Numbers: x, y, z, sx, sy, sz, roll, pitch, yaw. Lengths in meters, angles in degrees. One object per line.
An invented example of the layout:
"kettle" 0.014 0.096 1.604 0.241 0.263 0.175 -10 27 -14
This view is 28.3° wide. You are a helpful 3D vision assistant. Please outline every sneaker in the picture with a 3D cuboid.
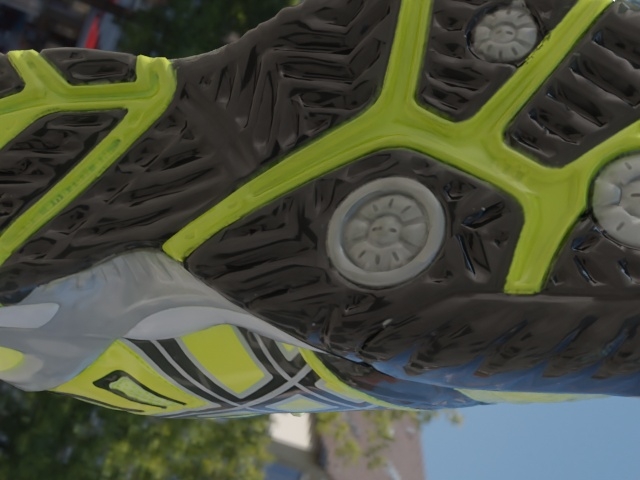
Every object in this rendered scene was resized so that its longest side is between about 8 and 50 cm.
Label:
"sneaker" 0.000 0.000 0.479 0.147 0.384 0.145 50 51 -52
